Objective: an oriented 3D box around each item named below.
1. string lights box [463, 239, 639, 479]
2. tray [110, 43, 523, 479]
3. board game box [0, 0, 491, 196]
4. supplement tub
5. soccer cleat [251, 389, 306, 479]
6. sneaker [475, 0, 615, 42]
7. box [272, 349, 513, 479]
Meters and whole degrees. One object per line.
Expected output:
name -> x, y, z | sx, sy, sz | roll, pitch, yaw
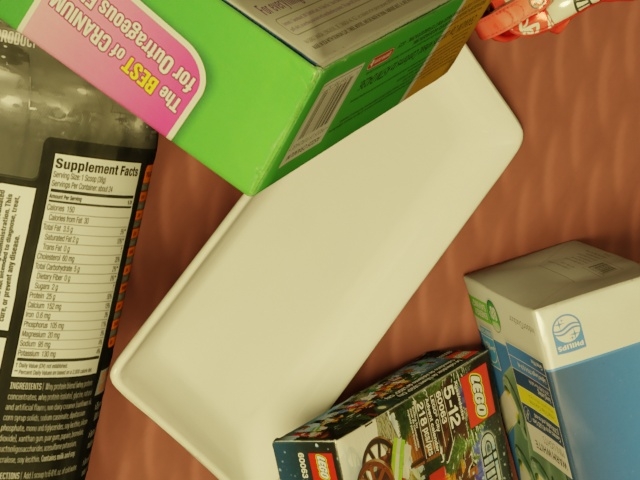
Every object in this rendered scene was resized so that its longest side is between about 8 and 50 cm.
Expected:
string lights box -> 0.164, 0.140, 0.994 | 0.077, 0.133, 0.259 | -17, 100, -9
tray -> 0.000, 0.000, 0.955 | 0.270, 0.030, 0.145 | -53, 132, -13
board game box -> -0.093, -0.163, 0.804 | 0.316, 0.242, 0.064 | 36, 117, 10
supplement tub -> -0.199, 0.016, 0.875 | 0.207, 0.207, 0.338 | 11, 94, -11
soccer cleat -> -0.003, 0.164, 0.996 | 0.068, 0.076, 0.196 | -20, 100, -7
sneaker -> 0.062, -0.178, 0.955 | 0.270, 0.090, 0.145 | -6, 94, -12
box -> 0.058, 0.194, 0.979 | 0.159, 0.044, 0.233 | -24, 105, -51
